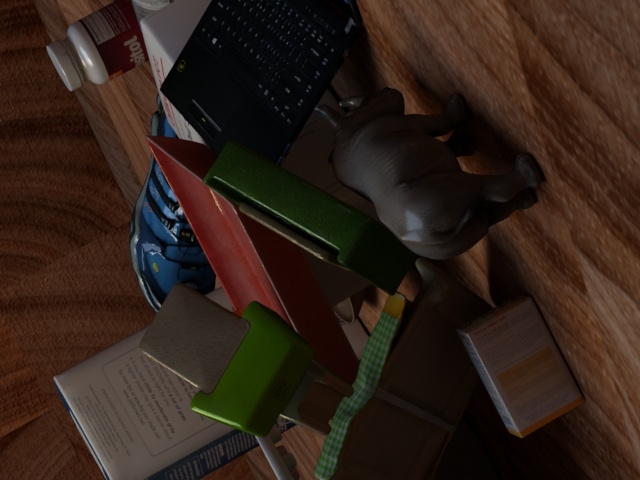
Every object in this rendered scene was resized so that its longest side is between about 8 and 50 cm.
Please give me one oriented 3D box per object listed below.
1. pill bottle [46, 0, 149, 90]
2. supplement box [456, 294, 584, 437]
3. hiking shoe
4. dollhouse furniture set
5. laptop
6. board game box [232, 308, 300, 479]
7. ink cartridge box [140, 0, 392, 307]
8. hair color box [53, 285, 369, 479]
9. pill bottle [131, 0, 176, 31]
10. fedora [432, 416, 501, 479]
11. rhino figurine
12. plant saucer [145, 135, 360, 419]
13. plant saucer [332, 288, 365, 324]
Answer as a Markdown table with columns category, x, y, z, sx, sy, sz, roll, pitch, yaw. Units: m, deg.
| category | x | y | z | sx | sy | sz | roll | pitch | yaw |
| --- | --- | --- | --- | --- | --- | --- | --- | --- | --- |
| pill bottle | -0.260 | -0.249 | 2.370 | 0.086 | 0.152 | 0.086 | 58 | 170 | 17 |
| supplement box | 0.161 | 0.101 | 1.529 | 0.098 | 0.062 | 0.036 | 63 | 171 | -7 |
| hiking shoe | -0.163 | -0.047 | 2.284 | 0.132 | 0.113 | 0.304 | -170 | 81 | -71 |
| dollhouse furniture set | 0.004 | 0.080 | 1.542 | 0.151 | 0.197 | 0.301 | 29 | 177 | 35 |
| laptop | -0.079 | -0.215 | 1.624 | 0.137 | 0.264 | 0.234 | 23 | -165 | -35 |
| board game box | 0.027 | 0.298 | 1.778 | 0.390 | 0.050 | 0.390 | 65 | 174 | -34 |
| ink cartridge box | -0.067 | -0.119 | 1.874 | 0.353 | 0.119 | 0.207 | 55 | 168 | 25 |
| hair color box | -0.121 | 0.164 | 2.255 | 0.174 | 0.347 | 0.105 | 57 | 169 | 23 |
| pill bottle | -0.173 | -0.282 | 2.066 | 0.078 | 0.078 | 0.137 | 55 | 168 | 31 |
| fedora | 0.118 | 0.270 | 2.010 | 0.244 | 0.124 | 0.275 | -159 | 49 | -71 |
| rhino figurine | 0.066 | -0.063 | 1.424 | 0.243 | 0.106 | 0.073 | 47 | 162 | 53 |
| plant saucer | -0.053 | 0.027 | 1.759 | 0.258 | 0.048 | 0.259 | 64 | 169 | -25 |
| plant saucer | 0.000 | 0.000 | 2.108 | 0.198 | 0.036 | 0.198 | 58 | 169 | 18 |
